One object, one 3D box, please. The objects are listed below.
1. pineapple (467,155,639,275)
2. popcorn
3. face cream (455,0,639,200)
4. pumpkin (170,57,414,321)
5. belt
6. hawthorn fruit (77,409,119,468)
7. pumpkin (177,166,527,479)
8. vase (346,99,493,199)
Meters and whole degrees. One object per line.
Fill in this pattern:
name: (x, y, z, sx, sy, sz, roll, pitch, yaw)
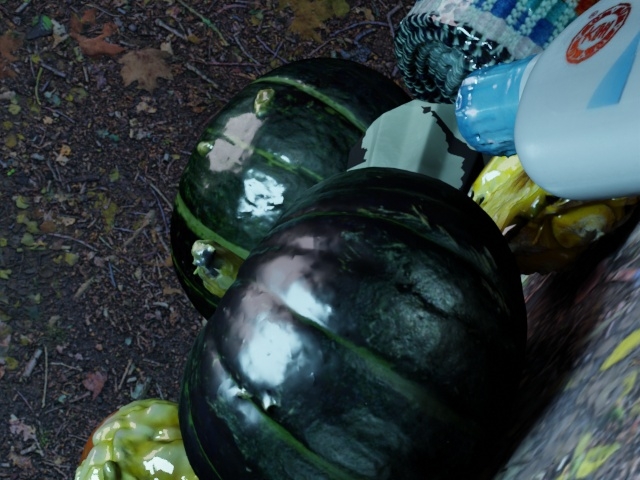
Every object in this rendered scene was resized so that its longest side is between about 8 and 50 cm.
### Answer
pineapple: (0.180, -0.050, 0.991, 0.225, 0.076, 0.225, -48, 13, 14)
popcorn: (-0.133, 0.229, 1.263, 0.167, 0.185, 0.187, -69, 16, -8)
face cream: (0.186, -0.092, 0.800, 0.163, 0.080, 0.336, -52, 19, -17)
pumpkin: (-0.012, -0.033, 1.498, 0.323, 0.241, 0.323, -47, -29, -36)
belt: (0.188, -0.184, 1.312, 0.160, 0.207, 0.295, -55, -10, -6)
hawthorn fruit: (-0.176, 0.260, 1.554, 0.189, 0.189, 0.189, -50, 4, 5)
pumpkin: (0.011, 0.065, 0.884, 0.250, 0.216, 0.250, -54, -2, -2)
vase: (0.071, 0.013, 1.193, 0.165, 0.165, 0.360, -48, 8, 31)
